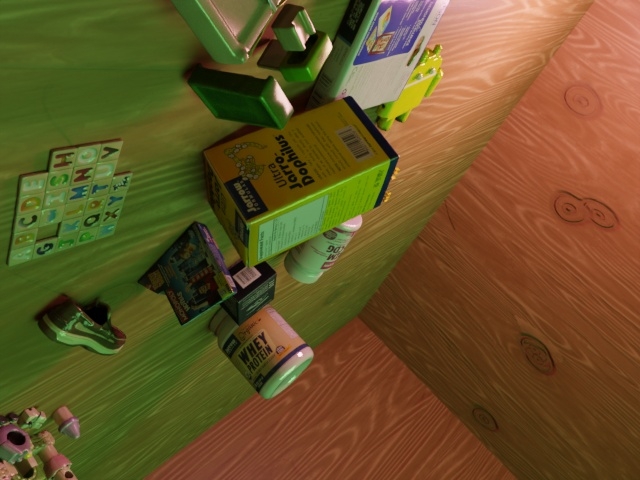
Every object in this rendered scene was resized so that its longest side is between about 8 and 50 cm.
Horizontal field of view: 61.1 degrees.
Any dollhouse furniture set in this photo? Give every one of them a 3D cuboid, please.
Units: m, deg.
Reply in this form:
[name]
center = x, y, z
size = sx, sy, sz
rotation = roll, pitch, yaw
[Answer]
[dollhouse furniture set]
center = -0.128, -0.338, 0.806
size = 0.197, 0.151, 0.301
rotation = -62, 150, -15

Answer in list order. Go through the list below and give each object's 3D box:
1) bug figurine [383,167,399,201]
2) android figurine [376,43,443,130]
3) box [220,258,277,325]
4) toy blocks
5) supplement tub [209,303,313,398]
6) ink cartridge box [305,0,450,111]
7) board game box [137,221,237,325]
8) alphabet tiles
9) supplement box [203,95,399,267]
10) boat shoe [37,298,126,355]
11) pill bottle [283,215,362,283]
[bug figurine]
center = 0.160, -0.181, 1.876
size = 0.279, 0.072, 0.216
rotation = -16, 141, -51
[android figurine]
center = 0.255, -0.433, 1.530
size = 0.248, 0.056, 0.272
rotation = -32, 161, -38
[box]
center = -0.228, 0.149, 1.669
size = 0.153, 0.108, 0.207
rotation = -38, 163, -25
[toy blocks]
center = -0.708, 0.608, 1.340
size = 0.309, 0.260, 0.289
rotation = -48, 163, 10
[supplement tub]
center = -0.203, 0.349, 1.839
size = 0.228, 0.316, 0.228
rotation = -41, 163, -15
[ink cartridge box]
center = 0.134, -0.429, 1.225
size = 0.307, 0.072, 0.303
rotation = -31, 157, -44
[board game box]
center = -0.312, 0.091, 1.253
size = 0.194, 0.194, 0.060
rotation = -33, 164, 8
[alphabet tiles]
center = -0.404, -0.065, 0.894
size = 0.198, 0.009, 0.237
rotation = -25, 155, -49
[supplement box]
center = -0.045, -0.129, 1.167
size = 0.357, 0.195, 0.194
rotation = -26, 158, -20
[boat shoe]
center = -0.480, 0.182, 1.165
size = 0.095, 0.095, 0.257
rotation = -50, 164, -6
[pill bottle]
center = 0.000, 0.000, 1.765
size = 0.160, 0.160, 0.283
rotation = -24, 154, -51
